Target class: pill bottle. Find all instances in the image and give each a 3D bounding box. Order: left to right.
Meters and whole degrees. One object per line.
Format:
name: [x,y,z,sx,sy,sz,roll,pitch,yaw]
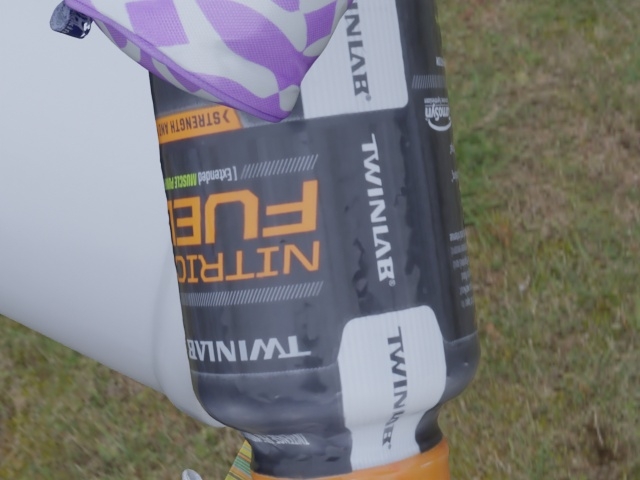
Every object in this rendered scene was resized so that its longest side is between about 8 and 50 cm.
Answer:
pill bottle: [0.000,0.000,0.594,0.130,0.130,0.245,-8,92,9]

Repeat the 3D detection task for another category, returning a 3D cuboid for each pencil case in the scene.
pencil case: [0.002,-0.133,0.426,0.086,0.088,0.206,35,97,21]

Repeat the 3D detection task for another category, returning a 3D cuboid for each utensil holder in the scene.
utensil holder: [-0.178,-0.080,1.053,0.385,0.327,0.327,23,68,15]

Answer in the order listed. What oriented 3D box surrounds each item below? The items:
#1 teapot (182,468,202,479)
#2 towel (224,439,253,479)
teapot: [-0.181,0.403,1.447,0.187,0.256,0.252,-3,63,3]
towel: [-0.035,0.239,1.625,0.102,0.021,0.237,33,56,-10]
